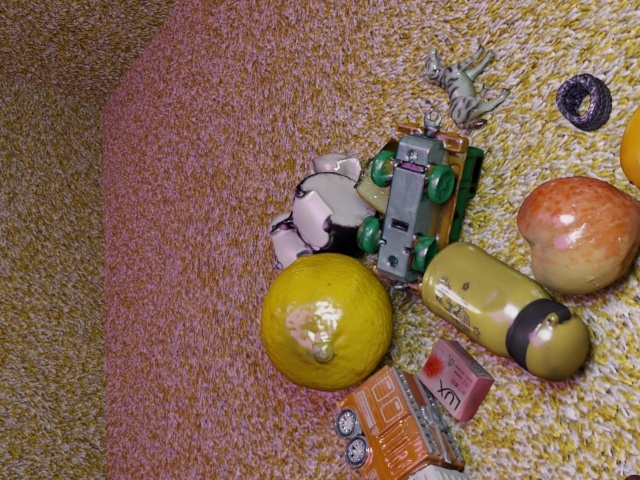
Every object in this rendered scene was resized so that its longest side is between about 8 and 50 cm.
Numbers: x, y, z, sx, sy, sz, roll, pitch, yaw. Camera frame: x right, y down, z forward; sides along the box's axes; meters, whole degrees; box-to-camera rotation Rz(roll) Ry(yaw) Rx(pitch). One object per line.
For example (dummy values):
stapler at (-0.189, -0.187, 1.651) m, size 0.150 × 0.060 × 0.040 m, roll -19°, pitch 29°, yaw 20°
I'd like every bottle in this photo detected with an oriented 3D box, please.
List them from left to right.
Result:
bottle at (0.362, 0.144, 1.501) m, size 0.351 × 0.171 × 0.172 m, roll 39°, pitch 110°, yaw 51°

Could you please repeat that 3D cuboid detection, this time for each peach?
peach at (0.479, -0.015, 1.399) m, size 0.232 × 0.232 × 0.233 m, roll -22°, pitch 62°, yaw 48°

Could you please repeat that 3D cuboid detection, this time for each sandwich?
sandwich at (0.176, -0.168, 1.901) m, size 0.122 × 0.128 × 0.236 m, roll -52°, pitch -1°, yaw 29°

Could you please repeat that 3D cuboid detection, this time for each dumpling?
dumpling at (0.044, -0.176, 2.100) m, size 0.188 × 0.108 × 0.127 m, roll 9°, pitch 112°, yaw 40°

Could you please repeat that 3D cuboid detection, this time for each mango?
mango at (0.605, -0.186, 1.346) m, size 0.145 × 0.112 × 0.219 m, roll 13°, pitch 78°, yaw 54°

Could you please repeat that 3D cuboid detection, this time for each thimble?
thimble at (0.517, -0.270, 1.520) m, size 0.095 × 0.066 × 0.104 m, roll -11°, pitch 70°, yaw 49°

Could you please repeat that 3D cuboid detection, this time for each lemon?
lemon at (0.013, 0.185, 1.777) m, size 0.336 × 0.336 × 0.336 m, roll -22°, pitch 62°, yaw 48°

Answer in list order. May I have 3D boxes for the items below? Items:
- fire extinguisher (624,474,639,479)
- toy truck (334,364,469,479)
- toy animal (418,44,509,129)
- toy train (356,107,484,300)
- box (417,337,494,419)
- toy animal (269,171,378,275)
fire extinguisher at (0.522, 0.459, 1.276) m, size 0.099 × 0.071 × 0.231 m, roll 37°, pitch 109°, yaw 22°
toy truck at (0.189, 0.464, 1.627) m, size 0.207 × 0.173 × 0.387 m, roll -46°, pitch 42°, yaw 22°
toy animal at (0.337, -0.377, 1.788) m, size 0.170 × 0.089 × 0.255 m, roll -55°, pitch 38°, yaw 33°
toy train at (0.230, -0.076, 1.698) m, size 0.178 × 0.249 × 0.429 m, roll 20°, pitch 109°, yaw 34°
box at (0.286, 0.294, 1.647) m, size 0.156 × 0.060 × 0.111 m, roll 46°, pitch 116°, yaw 51°
toy animal at (0.000, 0.000, 2.001) m, size 0.310 × 0.251 × 0.251 m, roll -58°, pitch 38°, yaw 40°
